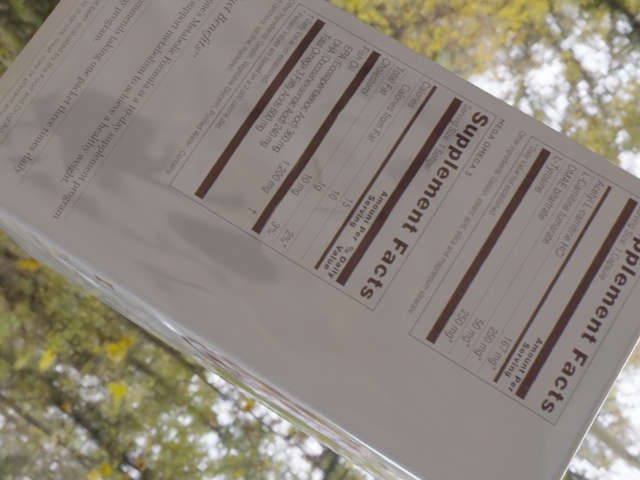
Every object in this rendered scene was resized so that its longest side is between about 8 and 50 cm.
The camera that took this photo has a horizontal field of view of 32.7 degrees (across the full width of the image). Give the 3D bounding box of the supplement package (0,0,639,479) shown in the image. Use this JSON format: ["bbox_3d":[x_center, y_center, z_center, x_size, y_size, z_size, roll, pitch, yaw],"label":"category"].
[{"bbox_3d":[0.000,0.000,0.444,0.134,0.244,0.139,-57,170,-12],"label":"supplement package"}]
